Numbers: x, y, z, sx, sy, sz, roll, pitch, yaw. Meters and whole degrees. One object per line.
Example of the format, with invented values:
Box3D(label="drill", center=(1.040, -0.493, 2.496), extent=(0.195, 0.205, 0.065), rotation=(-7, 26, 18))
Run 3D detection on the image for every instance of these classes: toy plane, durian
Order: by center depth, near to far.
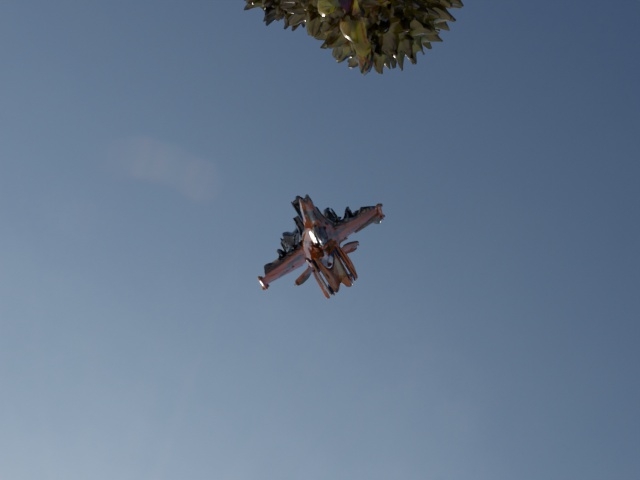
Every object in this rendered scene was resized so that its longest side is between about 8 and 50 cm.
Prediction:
Box3D(label="durian", center=(0.025, -0.284, 0.880), extent=(0.293, 0.258, 0.258), rotation=(54, -44, 27))
Box3D(label="toy plane", center=(-0.006, -0.009, 0.904), extent=(0.062, 0.135, 0.188), rotation=(55, -4, 30))
